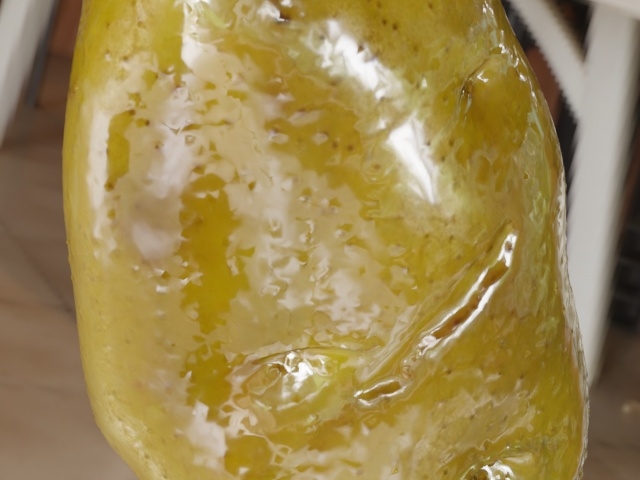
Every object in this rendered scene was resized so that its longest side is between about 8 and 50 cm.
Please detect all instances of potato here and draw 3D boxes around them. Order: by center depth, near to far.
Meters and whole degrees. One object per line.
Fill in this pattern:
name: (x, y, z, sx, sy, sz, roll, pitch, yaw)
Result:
potato: (0.000, 0.000, 0.737, 0.196, 0.369, 0.176, -8, 26, 9)
